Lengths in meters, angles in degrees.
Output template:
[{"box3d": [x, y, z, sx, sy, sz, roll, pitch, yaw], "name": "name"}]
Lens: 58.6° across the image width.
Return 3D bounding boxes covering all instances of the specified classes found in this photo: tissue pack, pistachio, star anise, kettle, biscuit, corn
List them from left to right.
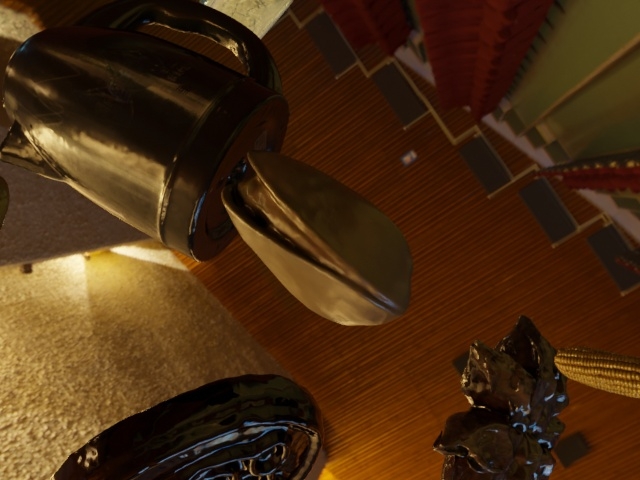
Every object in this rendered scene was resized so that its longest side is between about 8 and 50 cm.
[{"box3d": [-0.213, -0.179, 0.717, 0.324, 0.320, 0.228, 27, 162, 7], "name": "kettle"}, {"box3d": [-0.173, 0.342, 0.799, 0.407, 0.407, 0.091, 37, -164, -54], "name": "biscuit"}, {"box3d": [-0.145, -0.554, 1.141, 0.146, 0.198, 0.263, 18, -117, -30], "name": "tissue pack"}, {"box3d": [0.000, 0.000, 0.583, 0.226, 0.136, 0.136, 40, -164, -6], "name": "pistachio"}, {"box3d": [0.272, 0.272, 0.823, 0.118, 0.331, 0.332, 20, 162, 47], "name": "star anise"}, {"box3d": [0.252, 0.113, 0.495, 0.092, 0.037, 0.037, 8, 150, 47], "name": "corn"}]

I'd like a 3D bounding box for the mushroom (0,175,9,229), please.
[{"box3d": [-0.650, 0.006, 0.853, 0.217, 0.292, 0.211, 31, -150, -46], "name": "mushroom"}]
